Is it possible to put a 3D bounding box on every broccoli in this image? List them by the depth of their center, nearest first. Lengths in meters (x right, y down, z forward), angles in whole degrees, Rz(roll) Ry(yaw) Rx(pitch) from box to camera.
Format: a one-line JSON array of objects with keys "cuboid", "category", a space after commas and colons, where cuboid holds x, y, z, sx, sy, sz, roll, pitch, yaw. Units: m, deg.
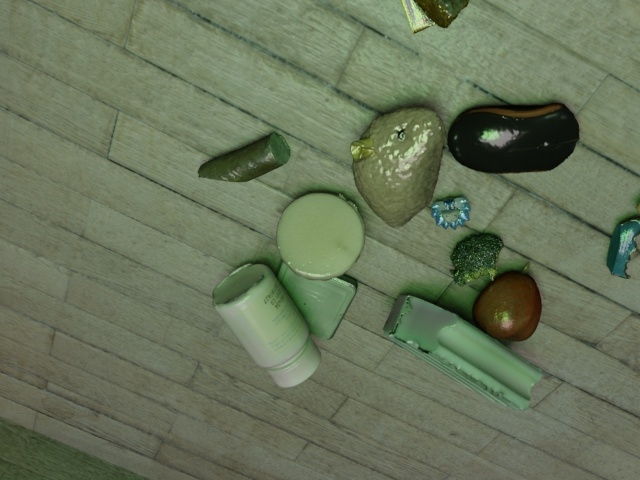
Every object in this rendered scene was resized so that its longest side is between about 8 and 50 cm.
[{"cuboid": [0.466, 0.062, 1.468, 0.154, 0.167, 0.160, 2, 159, 46], "category": "broccoli"}]

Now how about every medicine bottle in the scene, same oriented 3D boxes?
[{"cuboid": [-0.165, 0.275, 1.600, 0.213, 0.213, 0.379, -21, 113, 22], "category": "medicine bottle"}]

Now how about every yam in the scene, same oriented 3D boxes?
[{"cuboid": [-0.220, -0.218, 1.420, 0.259, 0.106, 0.106, -19, 116, 22], "category": "yam"}]

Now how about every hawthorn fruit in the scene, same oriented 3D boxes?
[{"cuboid": [0.575, 0.180, 1.488, 0.199, 0.199, 0.251, 22, 104, -3], "category": "hawthorn fruit"}]

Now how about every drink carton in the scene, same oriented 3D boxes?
[{"cuboid": [0.219, -0.574, 1.150, 0.071, 0.056, 0.166, -17, 117, 23], "category": "drink carton"}]

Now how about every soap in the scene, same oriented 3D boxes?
[{"cuboid": [0.423, 0.342, 1.551, 0.446, 0.261, 0.156, 32, 79, -10], "category": "soap"}]

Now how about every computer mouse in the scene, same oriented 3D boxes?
[{"cuboid": [0.490, -0.254, 1.266, 0.323, 0.116, 0.183, 0, 126, 10], "category": "computer mouse"}]

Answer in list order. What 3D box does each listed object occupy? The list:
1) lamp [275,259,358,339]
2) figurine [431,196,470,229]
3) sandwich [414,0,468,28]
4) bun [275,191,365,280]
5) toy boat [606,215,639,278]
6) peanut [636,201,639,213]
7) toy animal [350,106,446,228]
[{"cuboid": [-0.039, 0.194, 1.675, 0.266, 0.047, 0.269, 23, 124, 0], "category": "lamp"}, {"cuboid": [0.374, -0.072, 1.417, 0.114, 0.079, 0.114, 1, 118, 3], "category": "figurine"}, {"cuboid": [0.239, -0.643, 1.035, 0.301, 0.099, 0.271, 35, 100, -11], "category": "sandwich"}, {"cuboid": [0.000, 0.000, 1.476, 0.263, 0.263, 0.175, 13, 166, 2], "category": "bun"}, {"cuboid": [0.861, 0.015, 1.385, 0.077, 0.075, 0.185, 2, 117, 12], "category": "toy boat"}, {"cuboid": [0.934, -0.129, 1.277, 0.228, 0.086, 0.104, -23, 117, 24], "category": "peanut"}, {"cuboid": [0.198, -0.189, 1.314, 0.226, 0.188, 0.358, 15, 124, 14], "category": "toy animal"}]
